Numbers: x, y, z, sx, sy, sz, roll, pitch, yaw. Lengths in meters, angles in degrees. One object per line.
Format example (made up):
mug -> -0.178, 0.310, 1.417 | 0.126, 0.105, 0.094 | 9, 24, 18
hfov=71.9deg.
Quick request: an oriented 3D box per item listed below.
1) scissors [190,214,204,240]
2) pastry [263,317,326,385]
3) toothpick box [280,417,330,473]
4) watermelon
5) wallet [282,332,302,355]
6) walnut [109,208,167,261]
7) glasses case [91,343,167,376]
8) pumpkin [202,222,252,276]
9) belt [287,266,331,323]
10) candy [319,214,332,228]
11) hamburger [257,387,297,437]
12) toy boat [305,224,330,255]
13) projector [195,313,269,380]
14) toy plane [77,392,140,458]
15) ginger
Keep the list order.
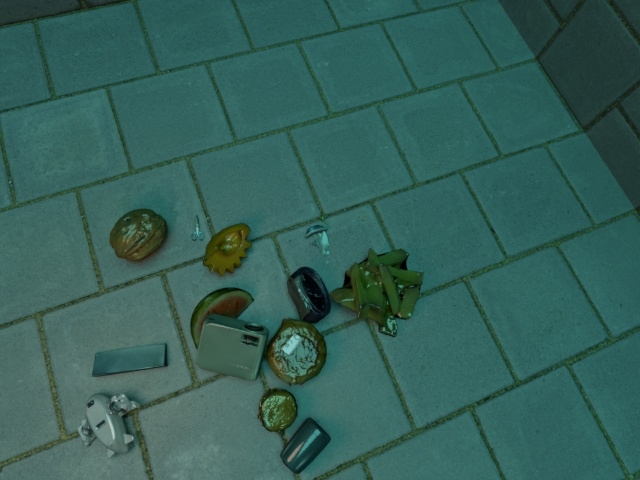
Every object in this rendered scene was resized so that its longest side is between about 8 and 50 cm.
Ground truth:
scissors -> -0.545, -0.056, 1.954 | 0.058, 0.014, 0.119 | -2, 74, -12
pastry -> -0.095, 0.448, 1.775 | 0.236, 0.121, 0.257 | 32, 68, 1
toothpick box -> -0.060, 0.776, 1.661 | 0.120, 0.120, 0.184 | 41, 74, 8
watermelon -> -0.444, 0.279, 1.818 | 0.303, 0.159, 0.128 | -42, 42, -19
wallet -> -0.109, 0.403, 1.716 | 0.044, 0.011, 0.083 | 39, 68, 4
walnut -> -0.753, -0.025, 1.827 | 0.198, 0.198, 0.245 | 34, 69, 6
glasses case -> -0.741, 0.476, 1.731 | 0.266, 0.056, 0.105 | -6, 47, -9
pumpkin -> -0.405, 0.046, 1.906 | 0.254, 0.149, 0.130 | -46, 124, -23
belt -> -0.055, 0.233, 1.854 | 0.140, 0.126, 0.230 | -15, 70, -36
candy -> 0.028, -0.081, 2.027 | 0.083, 0.025, 0.023 | 49, 55, 4
hamburger -> -0.161, 0.657, 1.691 | 0.159, 0.131, 0.184 | -5, 78, -18
toy boat -> 0.005, -0.010, 1.991 | 0.149, 0.034, 0.105 | 43, 74, 10
projector -> -0.342, 0.412, 1.724 | 0.251, 0.108, 0.198 | 13, 101, 0
toy plane -> -0.772, 0.672, 1.621 | 0.245, 0.117, 0.244 | -2, 79, 10
ginger -> 0.278, 0.204, 1.859 | 0.413, 0.211, 0.358 | -37, 81, -18
